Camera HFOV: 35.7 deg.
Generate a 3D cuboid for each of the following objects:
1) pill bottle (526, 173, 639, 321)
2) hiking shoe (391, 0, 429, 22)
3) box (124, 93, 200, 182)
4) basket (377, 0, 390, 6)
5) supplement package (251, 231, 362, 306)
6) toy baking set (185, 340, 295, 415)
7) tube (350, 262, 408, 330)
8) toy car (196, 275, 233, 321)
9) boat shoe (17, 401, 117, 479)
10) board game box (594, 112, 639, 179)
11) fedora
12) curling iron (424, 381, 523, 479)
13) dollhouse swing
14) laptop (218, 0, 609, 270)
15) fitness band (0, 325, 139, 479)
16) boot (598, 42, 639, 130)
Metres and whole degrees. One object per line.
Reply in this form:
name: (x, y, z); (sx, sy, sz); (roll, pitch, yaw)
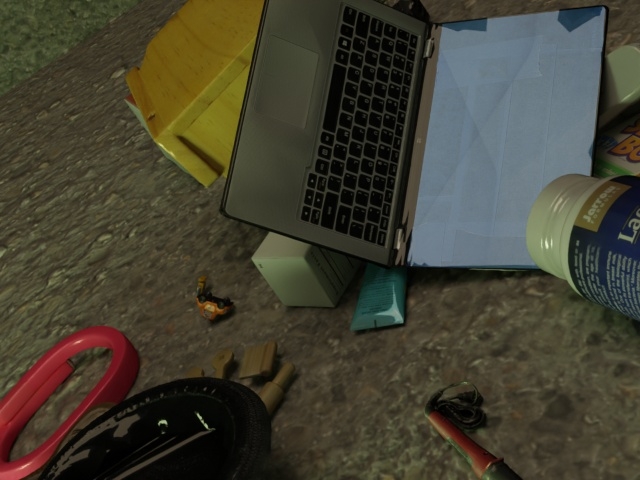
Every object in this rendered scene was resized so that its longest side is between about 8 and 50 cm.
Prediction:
pill bottle: (0.360, 0.012, 1.086); (0.153, 0.153, 0.264); (-43, 32, -15)
hiking shoe: (0.148, -0.394, 1.930); (0.114, 0.086, 0.227); (-32, 23, 30)
box: (-0.191, -0.307, 2.020); (0.345, 0.168, 0.215); (-40, 32, -10)
basket: (0.066, -0.488, 2.096); (0.113, 0.103, 0.167); (-39, 32, -9)
supplement package: (0.000, 0.000, 1.480); (0.105, 0.105, 0.179); (-1, 44, 41)
toy baking set: (-0.146, 0.241, 1.363); (0.196, 0.030, 0.256); (-4, 41, 44)
tube: (0.094, 0.039, 1.401); (0.080, 0.052, 0.207); (-16, 41, 31)
toy car: (-0.172, 0.097, 1.592); (0.122, 0.060, 0.041); (-110, 33, -75)
boat shoe: (-0.353, 0.353, 1.358); (0.285, 0.089, 0.104); (-45, 57, -13)
board game box: (0.410, -0.110, 1.325); (0.259, 0.039, 0.124); (-27, 32, 6)
fedora: (-0.183, 0.316, 1.167); (0.334, 0.153, 0.334); (-20, 33, 14)
curling iron: (0.189, 0.232, 1.053); (0.068, 0.035, 0.274); (-36, 31, -3)
dollhouse swing: (-0.062, -0.242, 1.597); (0.347, 0.305, 0.315); (-45, 40, 11)
laptop: (0.129, -0.175, 1.306); (0.236, 0.407, 0.382); (-23, 53, 60)
fitness band: (-0.409, 0.257, 1.562); (0.209, 0.054, 0.291); (9, 52, 45)
boot: (0.395, -0.184, 1.400); (0.258, 0.123, 0.095); (-34, 66, 47)
